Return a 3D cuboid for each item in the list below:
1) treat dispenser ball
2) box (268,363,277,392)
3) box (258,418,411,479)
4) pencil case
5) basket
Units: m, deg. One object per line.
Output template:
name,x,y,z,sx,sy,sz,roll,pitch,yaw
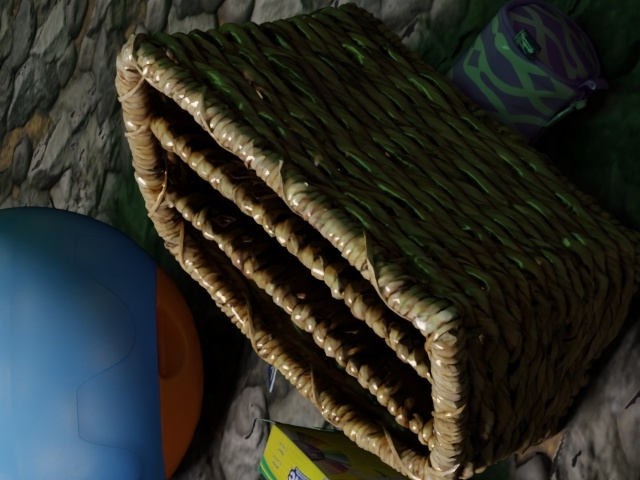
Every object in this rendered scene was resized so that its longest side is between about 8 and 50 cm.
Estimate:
treat dispenser ball,-0.242,0.115,1.489,0.288,0.288,0.288,-23,62,52
box,0.000,0.000,1.330,0.136,0.036,0.225,-131,55,-86
box,0.032,0.175,1.218,0.179,0.105,0.043,41,114,54
pencil case,0.108,-0.071,1.202,0.088,0.086,0.206,49,129,11
basket,0.007,0.018,1.104,0.299,0.223,0.213,42,125,24
